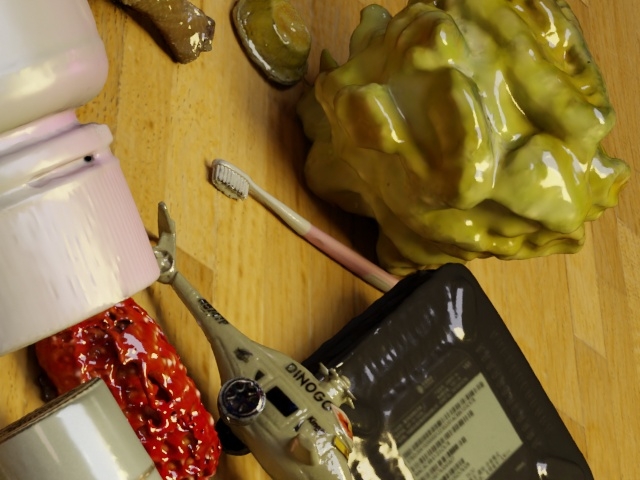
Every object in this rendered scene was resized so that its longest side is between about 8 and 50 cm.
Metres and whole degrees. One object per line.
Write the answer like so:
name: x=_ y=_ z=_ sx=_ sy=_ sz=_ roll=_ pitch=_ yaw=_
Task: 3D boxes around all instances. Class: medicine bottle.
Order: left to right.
medicine bottle: x=-0.260 y=-0.083 z=1.253 sx=0.256 sy=0.256 sz=0.324 roll=-29 pitch=100 yaw=-60

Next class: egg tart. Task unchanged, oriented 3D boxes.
egg tart: x=-0.041 y=-0.201 z=1.885 sx=0.105 sy=0.039 sz=0.105 roll=33 pitch=41 yaw=-35

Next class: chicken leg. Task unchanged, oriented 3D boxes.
chicken leg: x=-0.160 y=-0.238 z=1.708 sx=0.196 sy=0.080 sz=0.125 roll=52 pitch=19 yaw=-15

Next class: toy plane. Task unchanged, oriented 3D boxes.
toy plane: x=-0.060 y=0.096 z=1.537 sx=0.108 sy=0.092 sz=0.286 roll=-37 pitch=72 yaw=-18

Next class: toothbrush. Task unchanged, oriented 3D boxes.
toothbrush: x=0.000 y=0.000 z=1.795 sx=0.286 sy=0.020 sz=0.025 roll=33 pitch=48 yaw=-37

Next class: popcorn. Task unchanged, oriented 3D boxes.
popcorn: x=0.137 y=-0.107 z=1.817 sx=0.312 sy=0.312 sz=0.312 roll=36 pitch=38 yaw=-35

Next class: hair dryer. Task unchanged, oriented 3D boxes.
hair dryer: x=-0.220 y=0.234 z=1.225 sx=0.357 sy=0.107 sz=0.173 roll=-33 pitch=92 yaw=-51

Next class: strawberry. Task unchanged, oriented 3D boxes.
strawberry: x=-0.132 y=0.106 z=1.454 sx=0.188 sy=0.082 sz=0.121 roll=49 pitch=29 yaw=-14

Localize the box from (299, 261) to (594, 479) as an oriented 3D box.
box: x=0.104 y=0.190 z=1.684 sx=0.290 sy=0.073 sz=0.289 roll=-37 pitch=99 yaw=-44
